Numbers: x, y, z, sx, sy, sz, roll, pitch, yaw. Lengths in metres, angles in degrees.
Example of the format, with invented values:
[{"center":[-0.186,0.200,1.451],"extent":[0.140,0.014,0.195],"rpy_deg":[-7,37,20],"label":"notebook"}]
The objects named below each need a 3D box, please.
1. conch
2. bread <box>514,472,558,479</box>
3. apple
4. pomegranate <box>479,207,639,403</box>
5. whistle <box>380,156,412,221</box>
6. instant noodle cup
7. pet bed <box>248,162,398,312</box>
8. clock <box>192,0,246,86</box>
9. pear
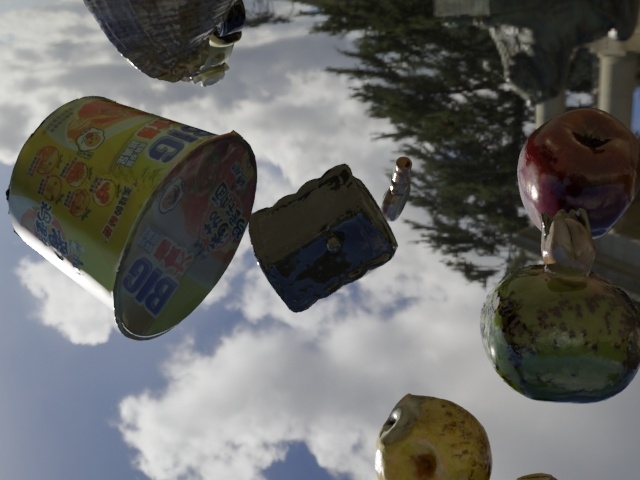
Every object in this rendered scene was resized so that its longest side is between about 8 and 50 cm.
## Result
[{"center":[-0.244,-0.455,1.163],"extent":[0.297,0.352,0.210],"rpy_deg":[1,174,-23],"label":"conch"},{"center":[0.487,0.613,1.563],"extent":[0.119,0.288,0.152],"rpy_deg":[0,-118,20],"label":"bread"},{"center":[0.601,-0.153,1.631],"extent":[0.288,0.316,0.288],"rpy_deg":[-4,-126,6],"label":"apple"},{"center":[0.423,0.109,1.219],"extent":[0.285,0.340,0.285],"rpy_deg":[2,-165,-1],"label":"pomegranate"},{"center":[0.180,-0.120,1.656],"extent":[0.057,0.220,0.107],"rpy_deg":[26,-118,12],"label":"whistle"},{"center":[-0.173,-0.031,0.647],"extent":[0.153,0.204,0.205],"rpy_deg":[27,-143,19],"label":"instant noodle cup"},{"center":[0.000,0.000,1.129],"extent":[0.211,0.183,0.159],"rpy_deg":[-29,169,13],"label":"pet bed"},{"center":[-0.279,-0.487,1.471],"extent":[0.120,0.276,0.379],"rpy_deg":[-27,-120,-24],"label":"clock"},{"center":[0.247,0.467,1.519],"extent":[0.271,0.271,0.271],"rpy_deg":[-6,-155,3],"label":"pear"}]
